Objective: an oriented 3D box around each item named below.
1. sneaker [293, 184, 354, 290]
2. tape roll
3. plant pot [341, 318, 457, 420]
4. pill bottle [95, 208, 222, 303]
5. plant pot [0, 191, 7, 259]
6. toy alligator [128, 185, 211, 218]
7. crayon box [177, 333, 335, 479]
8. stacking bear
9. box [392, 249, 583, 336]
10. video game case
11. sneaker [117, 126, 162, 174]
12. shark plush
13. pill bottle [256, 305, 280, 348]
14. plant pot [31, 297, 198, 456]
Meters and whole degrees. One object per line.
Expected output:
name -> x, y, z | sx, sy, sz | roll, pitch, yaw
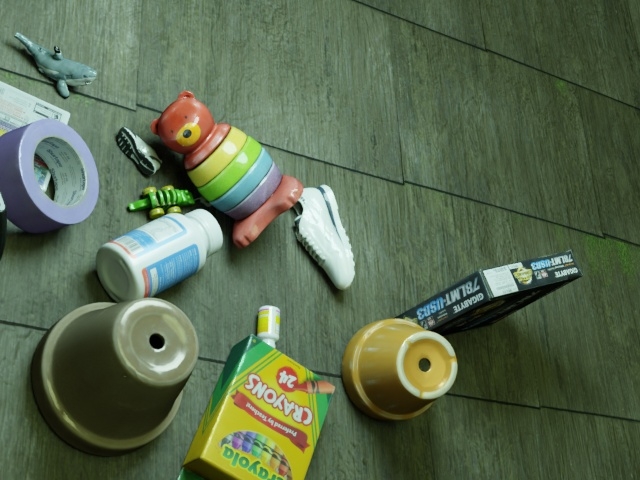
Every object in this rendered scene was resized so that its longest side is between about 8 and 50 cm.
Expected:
sneaker -> 0.000, 0.000, 2.099 | 0.094, 0.090, 0.235 | -12, 70, -25
tape roll -> -0.480, -0.111, 1.756 | 0.189, 0.080, 0.189 | 34, 50, -52
plant pot -> 0.169, 0.248, 1.969 | 0.205, 0.188, 0.205 | 4, 78, -20
pill bottle -> -0.288, 0.024, 1.841 | 0.221, 0.124, 0.124 | -28, 85, -41
plant pot -> -0.610, -0.060, 1.627 | 0.188, 0.167, 0.187 | -13, 74, -38
toy alligator -> -0.279, -0.081, 1.950 | 0.189, 0.051, 0.056 | -7, 72, -38
crayon box -> -0.113, 0.355, 1.820 | 0.202, 0.081, 0.319 | 34, 52, -17
stacking bear -> -0.195, -0.156, 1.956 | 0.289, 0.175, 0.164 | 45, 12, -18
box -> 0.351, 0.123, 2.132 | 0.293, 0.295, 0.073 | -7, 71, -39
video game case -> -0.570, -0.198, 1.824 | 0.201, 0.023, 0.183 | 25, 54, -25
sneaker -> -0.352, -0.176, 1.964 | 0.109, 0.040, 0.044 | 53, 32, -5
shark plush -> -0.503, -0.350, 1.921 | 0.161, 0.067, 0.073 | 43, 49, -9
pill bottle -> -0.101, 0.171, 1.950 | 0.043, 0.043, 0.083 | 18, 57, -27
plant pot -> -0.314, 0.199, 1.662 | 0.263, 0.229, 0.263 | 17, 56, -28
